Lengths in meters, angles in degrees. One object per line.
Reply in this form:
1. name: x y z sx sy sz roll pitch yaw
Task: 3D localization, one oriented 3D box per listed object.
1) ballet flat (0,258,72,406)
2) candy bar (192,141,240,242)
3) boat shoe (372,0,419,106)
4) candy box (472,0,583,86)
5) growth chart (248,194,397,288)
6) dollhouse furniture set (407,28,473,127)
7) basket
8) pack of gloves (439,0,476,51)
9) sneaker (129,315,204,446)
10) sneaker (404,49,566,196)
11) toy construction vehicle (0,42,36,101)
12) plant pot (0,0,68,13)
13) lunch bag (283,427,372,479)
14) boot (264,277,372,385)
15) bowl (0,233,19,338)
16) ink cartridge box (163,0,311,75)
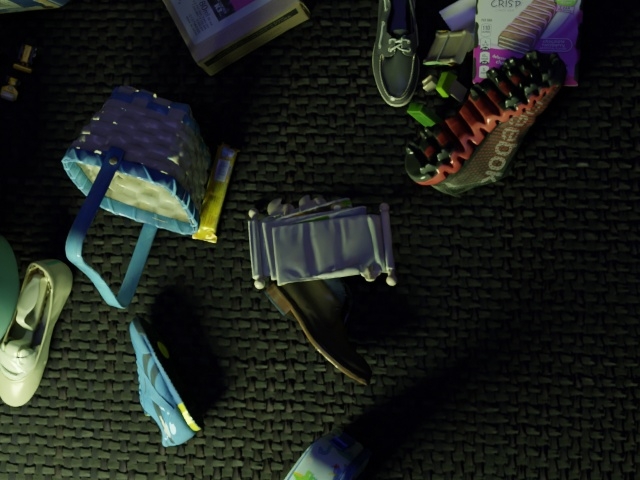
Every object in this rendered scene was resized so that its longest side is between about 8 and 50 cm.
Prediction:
1. ballet flat: -0.471 0.146 1.710 0.086 0.086 0.248 17 89 10
2. candy bar: -0.166 -0.077 1.709 0.040 0.018 0.161 15 87 7
3. boat shoe: 0.115 -0.313 1.657 0.075 0.065 0.206 1 86 9
4. candy box: 0.312 -0.349 1.600 0.159 0.071 0.233 2 99 10
5. growth chart: 0.000 0.000 1.641 0.237 0.021 0.172 -4 55 10
6. dollhouse furniture set: 0.193 -0.249 1.646 0.058 0.076 0.152 31 77 -33
7. basket: -0.284 -0.061 1.617 0.201 0.255 0.289 12 69 9
8. pack of gloves: 0.267 -0.439 1.653 0.232 0.046 0.195 -35 82 5
9. sneaker: -0.262 0.223 1.676 0.082 0.069 0.209 -29 81 10
10. sneaker: 0.260 -0.164 1.585 0.276 0.135 0.098 -41 41 16
11. toy construction vehicle: -0.522 -0.285 1.782 0.086 0.035 0.098 16 91 -1
12. plant pot: -0.526 -0.479 1.702 0.236 0.236 0.212 -4 92 9
13. lunch bag: -0.005 0.360 1.544 0.090 0.219 0.176 33 91 10
14. boot: 0.022 0.115 1.628 0.219 0.082 0.106 44 92 16
15. bowl: -0.590 0.077 1.665 0.311 0.163 0.312 -10 72 33
16. ink cartridge box: -0.158 -0.414 1.701 0.193 0.088 0.235 -31 81 7
